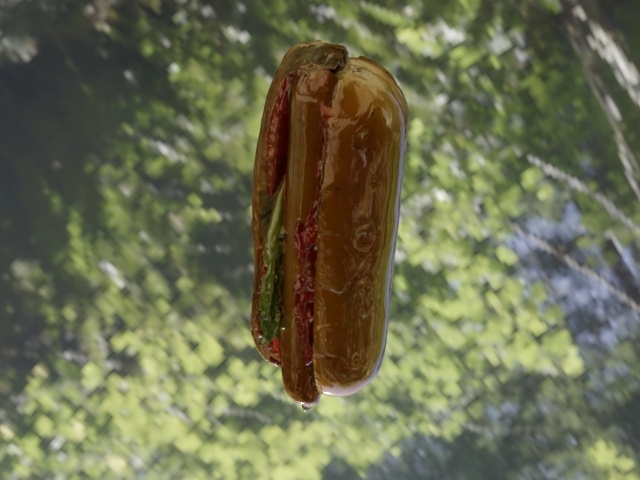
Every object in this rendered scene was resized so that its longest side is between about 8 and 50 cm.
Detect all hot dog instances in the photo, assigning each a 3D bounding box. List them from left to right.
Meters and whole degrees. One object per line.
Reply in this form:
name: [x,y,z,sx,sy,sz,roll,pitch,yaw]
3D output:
hot dog: [0.000,0.000,1.111,0.092,0.235,0.062,21,-144,29]
